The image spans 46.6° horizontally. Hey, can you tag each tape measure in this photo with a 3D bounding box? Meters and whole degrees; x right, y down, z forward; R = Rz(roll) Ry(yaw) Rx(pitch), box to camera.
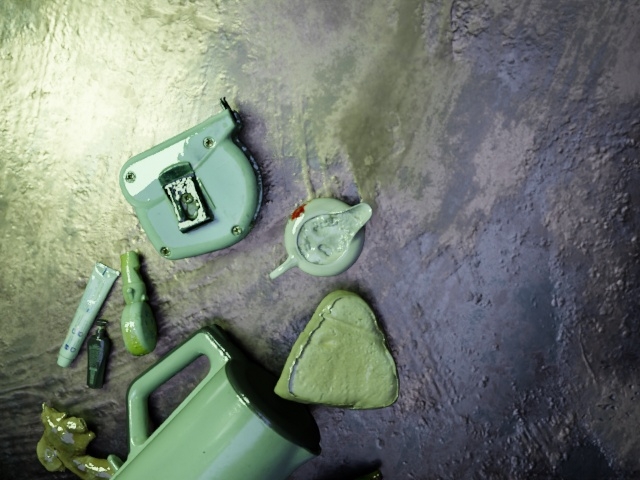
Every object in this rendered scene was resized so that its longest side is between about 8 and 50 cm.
[{"bbox_3d":[-0.223,-0.096,1.346,0.243,0.125,0.246,-26,95,8],"label":"tape measure"}]

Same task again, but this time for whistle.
[{"bbox_3d":[-0.355,0.121,1.409,0.057,0.104,0.199,-13,84,4],"label":"whistle"}]

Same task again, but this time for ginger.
[{"bbox_3d":[-0.473,0.416,1.474,0.214,0.059,0.133,23,104,3],"label":"ginger"}]

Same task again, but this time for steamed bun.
[{"bbox_3d":[0.040,0.200,1.380,0.231,0.110,0.213,12,87,-18],"label":"steamed bun"}]

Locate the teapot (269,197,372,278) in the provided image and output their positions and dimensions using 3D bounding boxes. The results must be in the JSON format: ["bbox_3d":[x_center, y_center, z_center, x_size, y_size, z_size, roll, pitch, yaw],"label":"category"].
[{"bbox_3d":[0.000,0.000,1.360,0.226,0.092,0.145,-39,91,10],"label":"teapot"}]

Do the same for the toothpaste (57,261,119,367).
[{"bbox_3d":[-0.458,0.148,1.449,0.052,0.033,0.218,26,97,0],"label":"toothpaste"}]

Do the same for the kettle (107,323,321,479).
[{"bbox_3d":[-0.233,0.385,1.387,0.377,0.250,0.361,-48,64,7],"label":"kettle"}]

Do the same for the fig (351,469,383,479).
[{"bbox_3d":[0.052,0.552,1.411,0.195,0.195,0.245,23,64,1],"label":"fig"}]

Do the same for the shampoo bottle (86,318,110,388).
[{"bbox_3d":[-0.436,0.222,1.459,0.048,0.027,0.137,10,99,12],"label":"shampoo bottle"}]
